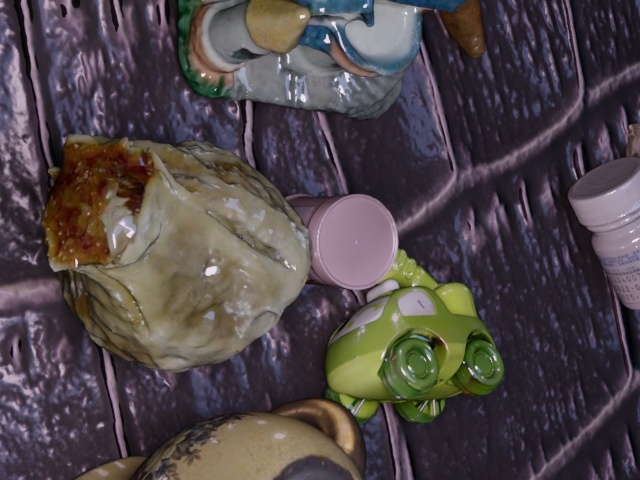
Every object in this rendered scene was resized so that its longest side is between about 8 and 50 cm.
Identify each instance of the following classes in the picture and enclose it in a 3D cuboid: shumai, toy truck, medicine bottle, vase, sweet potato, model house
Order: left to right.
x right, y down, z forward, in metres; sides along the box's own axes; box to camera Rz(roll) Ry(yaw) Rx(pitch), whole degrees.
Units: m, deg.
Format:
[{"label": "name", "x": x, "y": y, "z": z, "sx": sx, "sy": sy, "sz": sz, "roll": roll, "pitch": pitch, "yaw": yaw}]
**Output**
[{"label": "shumai", "x": -0.137, "y": 0.017, "z": 1.251, "sx": 0.260, "sy": 0.222, "sz": 0.225, "roll": 19, "pitch": 93, "yaw": -7}, {"label": "vase", "x": -0.084, "y": 0.264, "z": 1.315, "sx": 0.329, "sy": 0.302, "sz": 0.241, "roll": -45, "pitch": 113, "yaw": -41}, {"label": "model house", "x": 0.038, "y": -0.238, "z": 1.329, "sx": 0.267, "sy": 0.325, "sz": 0.194, "roll": 5, "pitch": 86, "yaw": -30}, {"label": "toy truck", "x": 0.100, "y": 0.099, "z": 1.485, "sx": 0.187, "sy": 0.148, "sz": 0.210, "roll": 21, "pitch": 55, "yaw": -27}, {"label": "sweet potato", "x": 0.137, "y": -0.319, "z": 1.534, "sx": 0.077, "sy": 0.077, "sz": 0.244, "roll": -46, "pitch": 115, "yaw": -22}, {"label": "medicine bottle", "x": 0.383, "y": -0.007, "z": 1.663, "sx": 0.105, "sy": 0.105, "sz": 0.168, "roll": -38, "pitch": 110, "yaw": -25}]

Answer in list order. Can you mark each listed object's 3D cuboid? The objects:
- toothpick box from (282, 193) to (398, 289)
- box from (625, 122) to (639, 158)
[{"label": "toothpick box", "x": 0.000, "y": 0.000, "z": 1.409, "sx": 0.098, "sy": 0.149, "sz": 0.098, "roll": 0, "pitch": 91, "yaw": -31}, {"label": "box", "x": 0.436, "y": -0.113, "z": 1.728, "sx": 0.098, "sy": 0.045, "sz": 0.062, "roll": 8, "pitch": 85, "yaw": -29}]
